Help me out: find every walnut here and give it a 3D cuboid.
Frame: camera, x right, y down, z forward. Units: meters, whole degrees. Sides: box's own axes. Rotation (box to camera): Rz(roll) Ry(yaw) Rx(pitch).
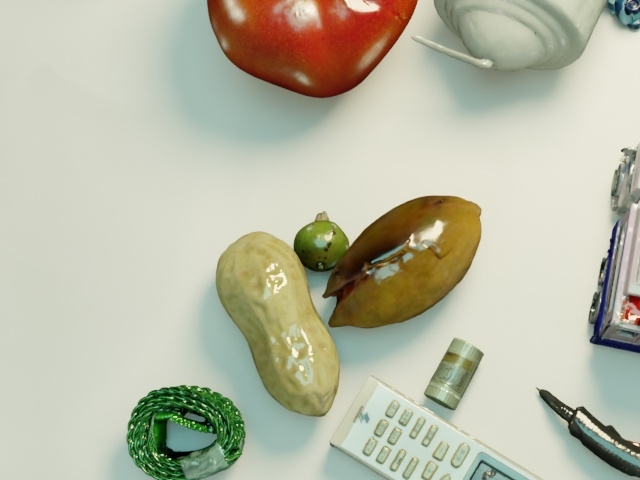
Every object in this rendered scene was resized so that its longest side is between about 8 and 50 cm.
[{"bbox_3d":[0.105,0.031,1.587,0.245,0.137,0.137,-38,76,-6],"label":"walnut"}]

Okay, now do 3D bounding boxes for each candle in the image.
[{"bbox_3d":[0.278,-0.353,1.621,0.221,0.221,0.342,23,76,9],"label":"candle"}]

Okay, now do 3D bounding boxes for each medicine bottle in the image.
[{"bbox_3d":[0.171,0.171,1.588,0.047,0.047,0.083,27,80,10],"label":"medicine bottle"}]

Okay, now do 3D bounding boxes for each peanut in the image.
[{"bbox_3d":[-0.053,0.105,1.581,0.123,0.123,0.256,-24,73,-2],"label":"peanut"}]

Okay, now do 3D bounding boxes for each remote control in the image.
[{"bbox_3d":[0.154,0.284,1.555,0.277,0.055,0.103,30,80,11],"label":"remote control"}]

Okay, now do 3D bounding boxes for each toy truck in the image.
[{"bbox_3d":[0.422,0.002,1.557,0.124,0.155,0.268,11,76,7],"label":"toy truck"},{"bbox_3d":[0.425,-0.342,1.701,0.073,0.056,0.090,-32,63,2],"label":"toy truck"}]

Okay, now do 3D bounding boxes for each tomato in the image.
[{"bbox_3d":[-0.005,-0.329,1.636,0.299,0.226,0.298,-3,75,11],"label":"tomato"}]

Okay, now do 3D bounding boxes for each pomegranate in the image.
[{"bbox_3d":[-0.003,0.003,1.637,0.073,0.073,0.084,-35,39,-5],"label":"pomegranate"}]

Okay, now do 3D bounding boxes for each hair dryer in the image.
[{"bbox_3d":[0.397,0.232,1.544,0.272,0.091,0.235,28,70,14],"label":"hair dryer"}]

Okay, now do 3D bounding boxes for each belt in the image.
[{"bbox_3d":[-0.166,0.246,1.581,0.151,0.079,0.121,1,86,16],"label":"belt"}]
